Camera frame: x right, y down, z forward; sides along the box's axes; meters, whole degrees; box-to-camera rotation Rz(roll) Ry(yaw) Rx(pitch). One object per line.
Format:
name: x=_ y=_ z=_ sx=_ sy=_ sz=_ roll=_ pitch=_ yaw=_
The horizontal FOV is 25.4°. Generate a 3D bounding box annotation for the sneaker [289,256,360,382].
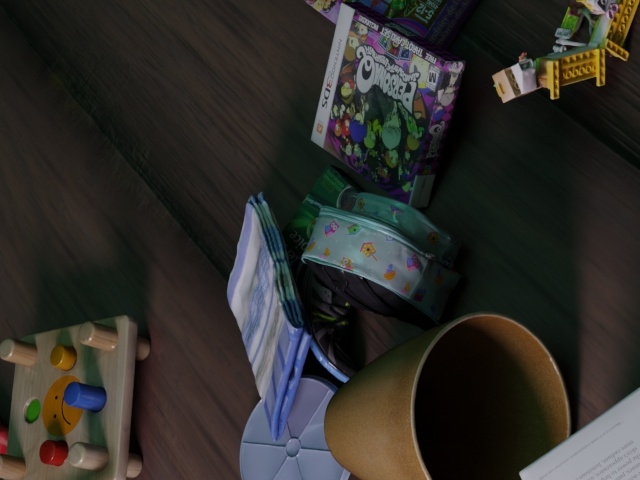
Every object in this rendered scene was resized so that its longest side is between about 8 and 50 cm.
sneaker: x=0.012 y=0.103 z=1.890 sx=0.078 sy=0.067 sz=0.188 roll=-24 pitch=74 yaw=4

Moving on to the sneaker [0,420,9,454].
sneaker: x=-0.559 y=0.317 z=2.293 sx=0.221 sy=0.128 sz=0.087 roll=22 pitch=89 yaw=44

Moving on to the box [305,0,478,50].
box: x=0.101 y=-0.374 z=2.013 sx=0.293 sy=0.057 sz=0.201 roll=43 pitch=105 yaw=42

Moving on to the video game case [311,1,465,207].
video game case: x=0.086 y=-0.186 z=1.917 sx=0.232 sy=0.041 sz=0.210 roll=38 pitch=125 yaw=43

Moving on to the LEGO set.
LEGO set: x=0.297 y=-0.256 z=1.743 sx=0.107 sy=0.132 sz=0.287 roll=20 pitch=66 yaw=50

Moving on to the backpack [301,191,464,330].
backpack: x=0.076 y=0.020 z=1.797 sx=0.166 sy=0.188 sz=0.144 roll=19 pitch=87 yaw=45

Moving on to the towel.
towel: x=-0.075 y=0.099 z=1.913 sx=0.285 sy=0.034 sz=0.209 roll=-110 pitch=27 yaw=-47

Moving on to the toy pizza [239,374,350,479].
toy pizza: x=-0.027 y=0.280 z=1.900 sx=0.201 sy=0.032 sz=0.201 roll=-15 pitch=65 yaw=36

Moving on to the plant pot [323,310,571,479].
plant pot: x=0.122 y=0.213 z=1.679 sx=0.254 sy=0.237 sz=0.237 roll=-13 pitch=65 yaw=54

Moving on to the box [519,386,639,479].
box: x=0.386 y=0.333 z=1.416 sx=0.215 sy=0.168 sz=0.345 roll=-40 pitch=51 yaw=23

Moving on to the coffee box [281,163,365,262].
coffee box: x=0.000 y=0.000 z=1.974 sx=0.184 sy=0.040 sz=0.113 roll=-54 pitch=48 yaw=13

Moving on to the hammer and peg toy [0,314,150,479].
hammer and peg toy: x=-0.376 y=0.303 z=2.139 sx=0.266 sy=0.127 sz=0.361 roll=-14 pitch=65 yaw=36
